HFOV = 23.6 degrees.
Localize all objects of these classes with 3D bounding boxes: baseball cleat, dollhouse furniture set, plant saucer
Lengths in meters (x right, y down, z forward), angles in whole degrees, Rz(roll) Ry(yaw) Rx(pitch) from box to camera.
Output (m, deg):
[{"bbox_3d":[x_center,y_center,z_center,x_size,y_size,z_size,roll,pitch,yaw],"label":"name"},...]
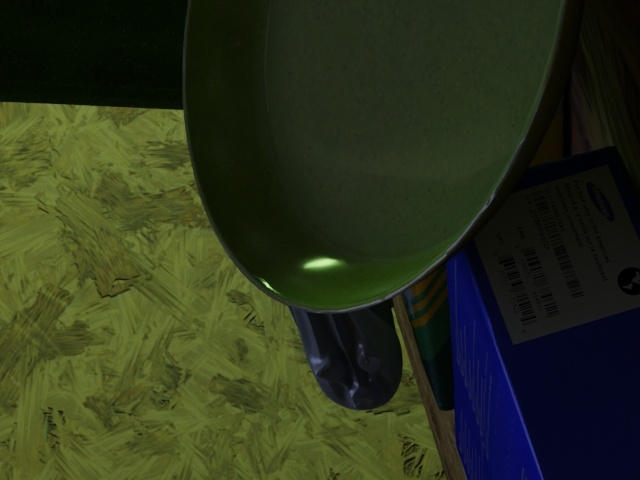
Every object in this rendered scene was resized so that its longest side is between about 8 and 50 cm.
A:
[{"bbox_3d":[0.000,0.000,0.887,0.109,0.072,0.206,-95,-5,-58],"label":"baseball cleat"},{"bbox_3d":[-0.081,-0.238,0.730,0.198,0.151,0.302,-109,30,-46],"label":"dollhouse furniture set"},{"bbox_3d":[0.023,-0.090,0.599,0.241,0.037,0.241,-13,73,52],"label":"plant saucer"}]

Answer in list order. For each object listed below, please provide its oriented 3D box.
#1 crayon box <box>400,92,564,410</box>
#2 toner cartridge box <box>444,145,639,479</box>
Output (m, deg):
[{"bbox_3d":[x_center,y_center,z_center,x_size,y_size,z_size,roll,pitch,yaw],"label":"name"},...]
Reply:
[{"bbox_3d":[0.060,-0.072,0.810,0.323,0.083,0.203,76,177,-58],"label":"crayon box"},{"bbox_3d":[0.118,0.112,0.711,0.348,0.075,0.165,77,178,-66],"label":"toner cartridge box"}]
